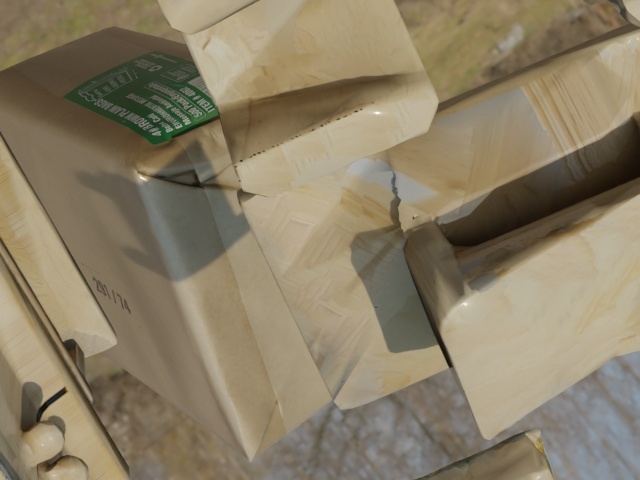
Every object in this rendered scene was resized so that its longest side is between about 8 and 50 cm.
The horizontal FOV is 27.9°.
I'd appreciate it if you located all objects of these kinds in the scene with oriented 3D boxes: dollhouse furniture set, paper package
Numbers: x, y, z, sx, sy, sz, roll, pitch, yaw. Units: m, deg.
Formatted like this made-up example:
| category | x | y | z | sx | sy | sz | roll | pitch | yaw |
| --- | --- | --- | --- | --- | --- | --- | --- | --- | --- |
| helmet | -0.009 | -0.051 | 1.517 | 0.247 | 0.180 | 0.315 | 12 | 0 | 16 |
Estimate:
| category | x | y | z | sx | sy | sz | roll | pitch | yaw |
| --- | --- | --- | --- | --- | --- | --- | --- | --- | --- |
| dollhouse furniture set | 0.000 | 0.000 | 0.567 | 0.394 | 0.362 | 0.256 | -23 | -148 | 2 |
| paper package | -0.126 | -0.012 | 1.133 | 0.168 | 0.309 | 0.325 | -34 | -147 | -23 |
